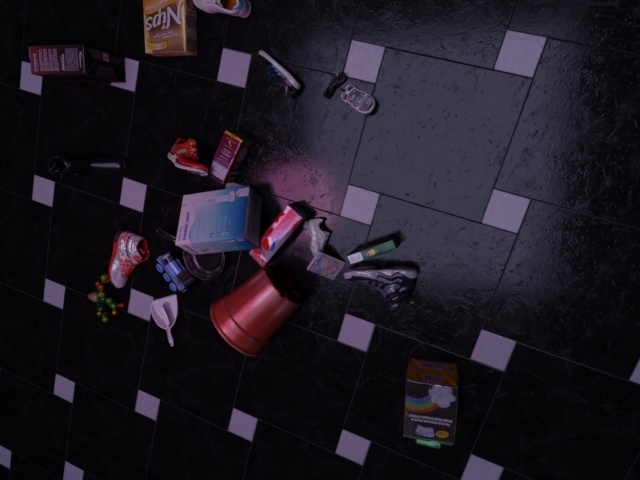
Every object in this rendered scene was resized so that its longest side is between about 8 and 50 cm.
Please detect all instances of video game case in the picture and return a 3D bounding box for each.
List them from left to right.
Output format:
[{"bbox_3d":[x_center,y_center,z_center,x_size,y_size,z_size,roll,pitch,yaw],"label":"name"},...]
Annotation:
[{"bbox_3d":[0.021,0.095,1.681,0.122,0.011,0.087,23,111,-26],"label":"video game case"}]

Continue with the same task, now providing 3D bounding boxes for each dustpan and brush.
[{"bbox_3d":[-0.670,0.356,1.958,0.147,0.060,0.211,-16,95,20],"label":"dustpan and brush"}]

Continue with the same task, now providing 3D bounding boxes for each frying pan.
[{"bbox_3d":[-0.539,0.057,1.866,0.326,0.053,0.197,8,103,18],"label":"frying pan"}]

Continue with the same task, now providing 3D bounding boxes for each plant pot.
[{"bbox_3d":[-0.229,0.251,1.709,0.265,0.272,0.272,-44,86,11],"label":"plant pot"}]

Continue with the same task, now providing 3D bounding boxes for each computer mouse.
[{"bbox_3d":[0.110,-0.504,1.563,0.193,0.042,0.106,38,104,13],"label":"computer mouse"}]

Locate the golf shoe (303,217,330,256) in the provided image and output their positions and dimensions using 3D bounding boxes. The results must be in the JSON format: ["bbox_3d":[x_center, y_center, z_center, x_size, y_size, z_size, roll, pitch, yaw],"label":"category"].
[{"bbox_3d":[0.000,0.000,1.680,0.086,0.069,0.176,-17,96,13],"label":"golf shoe"}]

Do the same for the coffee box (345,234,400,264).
[{"bbox_3d":[0.190,0.035,1.601,0.184,0.113,0.040,-21,92,18],"label":"coffee box"}]

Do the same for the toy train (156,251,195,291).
[{"bbox_3d":[-0.613,0.132,1.877,0.105,0.080,0.184,-32,93,43],"label":"toy train"}]

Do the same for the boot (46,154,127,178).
[{"bbox_3d":[-0.964,-0.305,1.849,0.247,0.207,0.094,2,101,17],"label":"boot"}]

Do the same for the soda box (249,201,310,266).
[{"bbox_3d":[-0.157,-0.023,1.708,0.083,0.092,0.263,43,109,5],"label":"soda box"}]

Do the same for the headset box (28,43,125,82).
[{"bbox_3d":[-0.970,-0.696,1.771,0.293,0.218,0.110,6,102,15],"label":"headset box"}]

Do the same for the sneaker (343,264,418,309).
[{"bbox_3d":[0.218,0.173,1.621,0.269,0.101,0.153,-1,97,15],"label":"sneaker"}]

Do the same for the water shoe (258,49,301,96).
[{"bbox_3d":[-0.162,-0.602,1.612,0.203,0.073,0.080,44,112,6],"label":"water shoe"}]

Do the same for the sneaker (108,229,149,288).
[{"bbox_3d":[-0.830,0.097,1.944,0.145,0.090,0.270,13,101,17],"label":"sneaker"}]

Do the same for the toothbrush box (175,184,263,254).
[{"bbox_3d":[-0.384,-0.073,1.707,0.296,0.126,0.216,-6,66,17],"label":"toothbrush box"}]

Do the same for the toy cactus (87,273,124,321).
[{"bbox_3d":[-0.991,0.255,2.035,0.181,0.112,0.219,2,104,36],"label":"toy cactus"}]

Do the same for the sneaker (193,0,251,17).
[{"bbox_3d":[-0.369,-0.871,1.616,0.229,0.092,0.087,16,106,15],"label":"sneaker"}]

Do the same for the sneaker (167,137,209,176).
[{"bbox_3d":[-0.503,-0.328,1.708,0.279,0.107,0.118,36,101,42],"label":"sneaker"}]

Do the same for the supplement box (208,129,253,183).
[{"bbox_3d":[-0.344,-0.318,1.706,0.081,0.104,0.188,32,108,9],"label":"supplement box"}]

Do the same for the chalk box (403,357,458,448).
[{"bbox_3d":[0.397,0.602,1.609,0.180,0.179,0.288,4,102,16],"label":"chalk box"}]

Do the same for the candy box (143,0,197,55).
[{"bbox_3d":[-0.566,-0.866,1.680,0.183,0.087,0.316,6,102,17],"label":"candy box"}]
